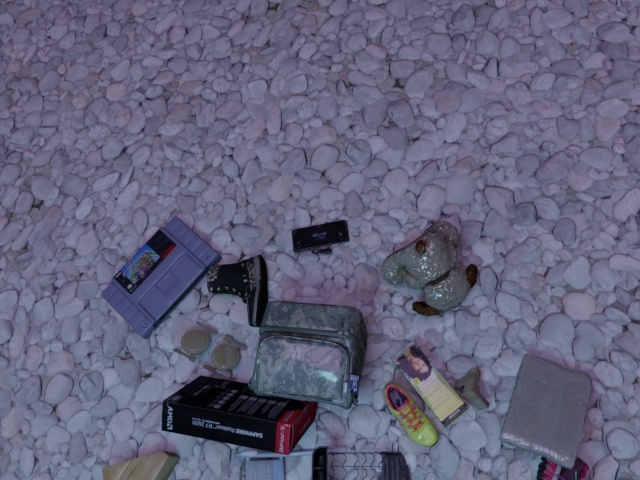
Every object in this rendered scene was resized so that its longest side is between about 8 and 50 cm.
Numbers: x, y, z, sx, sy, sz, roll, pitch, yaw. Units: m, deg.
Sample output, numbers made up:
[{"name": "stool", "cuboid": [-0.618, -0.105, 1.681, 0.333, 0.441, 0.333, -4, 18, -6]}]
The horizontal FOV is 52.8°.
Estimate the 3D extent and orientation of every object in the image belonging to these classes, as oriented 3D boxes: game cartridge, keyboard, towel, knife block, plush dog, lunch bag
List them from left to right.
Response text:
[{"name": "knife block", "cuboid": [-0.524, 0.745, 1.819, 0.276, 0.088, 0.242, -18, 67, 6]}, {"name": "game cartridge", "cuboid": [-0.519, 0.112, 2.085, 0.230, 0.068, 0.355, 39, 82, 19]}, {"name": "lunch bag", "cuboid": [-0.026, 0.323, 1.779, 0.305, 0.212, 0.256, 4, 58, 13]}, {"name": "keyboard", "cuboid": [0.000, 0.000, 2.026, 0.180, 0.023, 0.108, -11, 60, 10]}, {"name": "plush dog", "cuboid": [0.332, 0.092, 1.838, 0.262, 0.210, 0.225, -36, 92, 0]}, {"name": "towel", "cuboid": [0.581, 0.430, 1.658, 0.187, 0.049, 0.282, 18, 50, 20]}]

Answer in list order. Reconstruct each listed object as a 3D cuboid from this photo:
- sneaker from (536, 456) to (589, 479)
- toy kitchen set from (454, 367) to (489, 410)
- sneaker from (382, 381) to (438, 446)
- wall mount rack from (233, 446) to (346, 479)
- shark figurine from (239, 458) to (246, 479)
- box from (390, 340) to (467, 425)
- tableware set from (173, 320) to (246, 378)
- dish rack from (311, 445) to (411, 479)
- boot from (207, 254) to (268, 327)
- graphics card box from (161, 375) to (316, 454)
[{"name": "sneaker", "cuboid": [0.574, 0.635, 1.545, 0.112, 0.121, 0.299, 17, 49, 14]}, {"name": "toy kitchen set", "cuboid": [0.416, 0.411, 1.766, 0.068, 0.075, 0.083, -31, 20, 39]}, {"name": "sneaker", "cuboid": [0.236, 0.470, 1.745, 0.081, 0.094, 0.208, -41, 67, -6]}, {"name": "wall mount rack", "cuboid": [-0.082, 0.673, 1.725, 0.304, 0.130, 0.350, 8, 66, -27]}, {"name": "shark figurine", "cuboid": [-0.245, 0.745, 1.735, 0.166, 0.116, 0.278, 54, 45, -10]}, {"name": "box", "cuboid": [0.298, 0.394, 1.780, 0.087, 0.058, 0.232, -39, 66, -4]}, {"name": "tableware set", "cuboid": [-0.334, 0.336, 1.956, 0.194, 0.039, 0.128, 25, 52, 15]}, {"name": "dish rack", "cuboid": [0.108, 0.648, 1.685, 0.272, 0.074, 0.208, 2, 69, -7]}, {"name": "boot", "cuboid": [-0.257, 0.164, 1.988, 0.179, 0.085, 0.236, -8, 61, 12]}, {"name": "graphics card box", "cuboid": [-0.218, 0.471, 1.771, 0.371, 0.233, 0.094, 7, 99, 14]}]
